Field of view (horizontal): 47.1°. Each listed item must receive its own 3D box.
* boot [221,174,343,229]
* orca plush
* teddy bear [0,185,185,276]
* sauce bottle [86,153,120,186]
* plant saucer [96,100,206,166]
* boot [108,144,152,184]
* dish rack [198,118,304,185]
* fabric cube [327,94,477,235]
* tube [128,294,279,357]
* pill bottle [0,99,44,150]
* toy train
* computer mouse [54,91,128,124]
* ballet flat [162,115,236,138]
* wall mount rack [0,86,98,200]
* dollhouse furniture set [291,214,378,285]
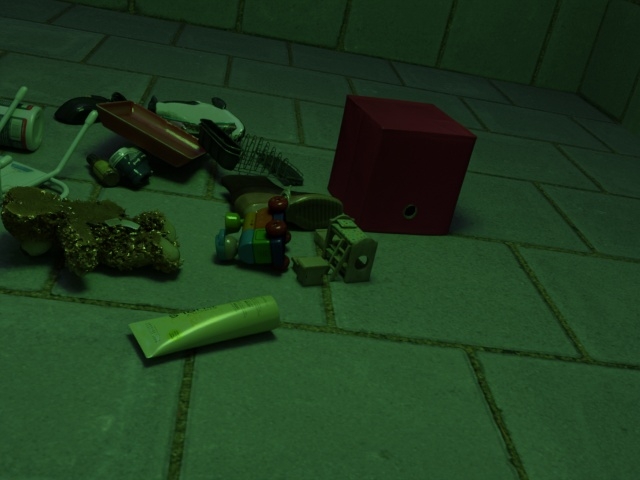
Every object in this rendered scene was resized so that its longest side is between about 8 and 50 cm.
[{"bbox_3d":[-0.091,-0.107,1.707,0.248,0.090,0.207,-4,32,-23],"label":"boot"},{"bbox_3d":[-0.348,-0.322,2.086,0.287,0.102,0.151,3,70,3],"label":"orca plush"},{"bbox_3d":[-0.417,-0.005,1.364,0.337,0.113,0.245,3,33,-36],"label":"teddy bear"},{"bbox_3d":[-0.507,-0.167,1.703,0.042,0.042,0.128,-8,34,-36],"label":"sauce bottle"},{"bbox_3d":[-0.411,-0.262,1.830,0.258,0.048,0.259,29,12,-3],"label":"plant saucer"},{"bbox_3d":[-0.435,-0.175,1.746,0.086,0.069,0.190,46,12,-5],"label":"boot"},{"bbox_3d":[-0.171,-0.222,1.890,0.271,0.074,0.208,9,24,-37],"label":"dish rack"},{"bbox_3d":[0.191,-0.187,1.806,0.254,0.258,0.259,3,27,-20],"label":"fabric cube"},{"bbox_3d":[-0.184,0.140,1.203,0.240,0.062,0.070,-9,-8,-29],"label":"tube"},{"bbox_3d":[-0.763,-0.281,1.748,0.180,0.108,0.108,10,25,-6],"label":"pill bottle"},{"bbox_3d":[-0.135,-0.041,1.527,0.143,0.105,0.248,-2,36,1],"label":"toy train"},{"bbox_3d":[-0.642,-0.391,2.085,0.262,0.060,0.184,-12,35,-41],"label":"computer mouse"},{"bbox_3d":[-0.335,-0.288,1.987,0.221,0.079,0.077,6,1,8],"label":"ballet flat"},{"bbox_3d":[-0.667,-0.209,1.596,0.349,0.131,0.304,21,33,15],"label":"wall mount rack"},{"bbox_3d":[0.000,0.000,1.515,0.160,0.101,0.182,-3,29,-29],"label":"dollhouse furniture set"}]
